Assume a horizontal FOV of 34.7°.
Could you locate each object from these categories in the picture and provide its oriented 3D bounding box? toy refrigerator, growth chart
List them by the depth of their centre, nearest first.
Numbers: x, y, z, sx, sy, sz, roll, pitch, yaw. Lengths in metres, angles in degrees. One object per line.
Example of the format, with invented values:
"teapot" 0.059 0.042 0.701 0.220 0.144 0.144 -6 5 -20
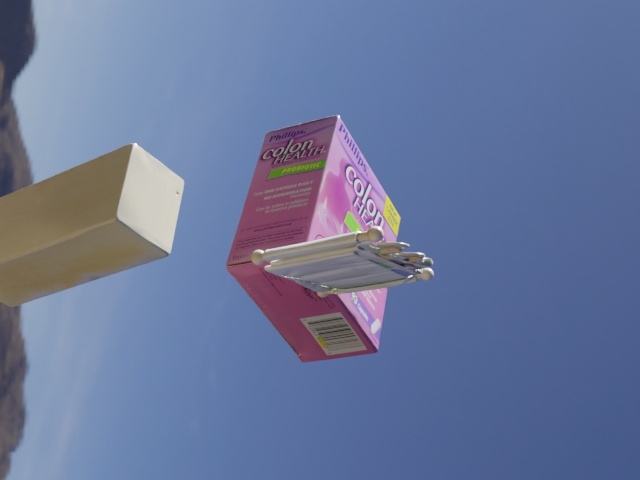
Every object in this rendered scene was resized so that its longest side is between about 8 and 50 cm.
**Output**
"growth chart" 0.035 0.028 1.105 0.237 0.172 0.021 30 53 -65
"toy refrigerator" -0.286 -0.010 1.177 0.269 0.094 0.102 -17 -128 32

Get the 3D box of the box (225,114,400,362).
"box" 0.000 0.000 1.364 0.117 0.213 0.243 -11 -135 26
